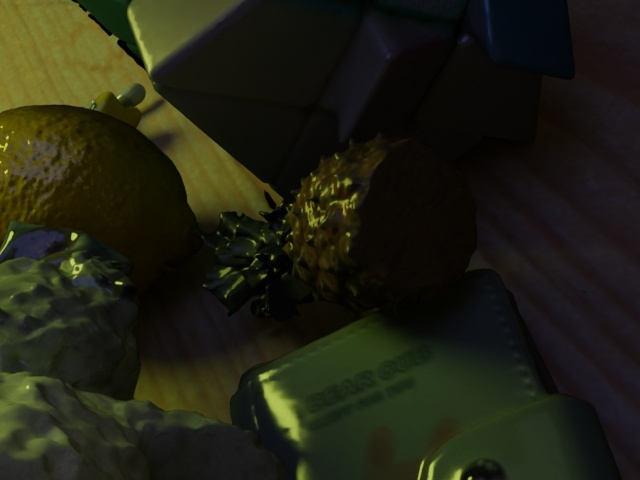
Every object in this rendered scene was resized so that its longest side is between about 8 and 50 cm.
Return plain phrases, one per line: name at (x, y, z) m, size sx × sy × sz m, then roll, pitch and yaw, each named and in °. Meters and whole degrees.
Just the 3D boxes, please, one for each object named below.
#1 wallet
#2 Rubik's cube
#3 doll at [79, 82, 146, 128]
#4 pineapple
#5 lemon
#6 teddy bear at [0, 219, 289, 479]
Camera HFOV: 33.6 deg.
wallet at (0.069, 0.185, 0.674) m, size 0.252 × 0.083 × 0.360 m, roll -25°, pitch 44°, yaw 12°
Rubik's cube at (0.003, -0.225, 0.875) m, size 0.368 × 0.387 × 0.358 m, roll -34°, pitch 52°, yaw 11°
doll at (-0.235, -0.122, 1.135) m, size 0.113 × 0.071 × 0.135 m, roll -1°, pitch 41°, yaw 51°
pineapple at (-0.001, 0.000, 0.793) m, size 0.248 × 0.128 × 0.128 m, roll -15°, pitch 38°, yaw 54°
lemon at (-0.226, -0.026, 0.938) m, size 0.257 × 0.188 × 0.188 m, roll 7°, pitch 51°, yaw 6°
teddy bear at (-0.183, 0.185, 0.689) m, size 0.327 × 0.375 × 0.362 m, roll -18°, pitch 8°, yaw -7°
